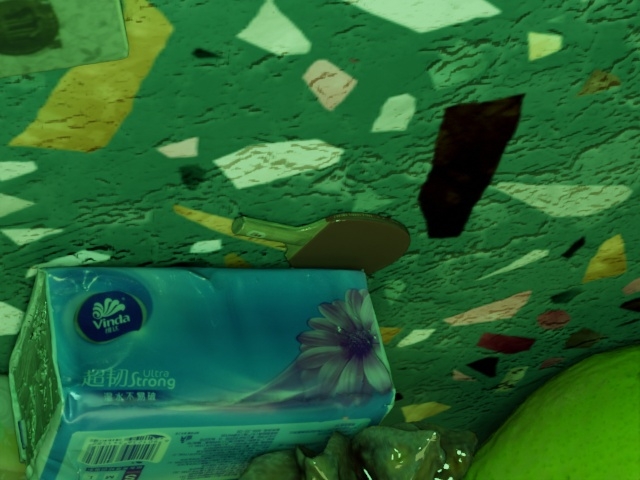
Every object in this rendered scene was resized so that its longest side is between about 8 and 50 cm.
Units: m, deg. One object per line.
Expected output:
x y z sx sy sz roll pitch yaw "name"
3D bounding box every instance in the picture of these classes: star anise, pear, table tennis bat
0.031 0.187 1.172 0.212 0.073 0.197 5 148 -42 "star anise"
0.309 0.279 1.435 0.391 0.391 0.391 -9 149 -5 "pear"
0.000 0.000 1.195 0.156 0.013 0.087 10 145 -34 "table tennis bat"

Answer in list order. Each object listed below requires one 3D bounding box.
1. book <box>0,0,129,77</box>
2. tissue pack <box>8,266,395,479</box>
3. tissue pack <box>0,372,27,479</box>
-0.308 -0.156 0.815 0.389 0.032 0.269 -10 148 -4 "book"
-0.102 0.115 1.215 0.263 0.146 0.198 -1 149 -21 "tissue pack"
-0.261 0.212 1.321 0.229 0.145 0.159 11 142 -34 "tissue pack"
